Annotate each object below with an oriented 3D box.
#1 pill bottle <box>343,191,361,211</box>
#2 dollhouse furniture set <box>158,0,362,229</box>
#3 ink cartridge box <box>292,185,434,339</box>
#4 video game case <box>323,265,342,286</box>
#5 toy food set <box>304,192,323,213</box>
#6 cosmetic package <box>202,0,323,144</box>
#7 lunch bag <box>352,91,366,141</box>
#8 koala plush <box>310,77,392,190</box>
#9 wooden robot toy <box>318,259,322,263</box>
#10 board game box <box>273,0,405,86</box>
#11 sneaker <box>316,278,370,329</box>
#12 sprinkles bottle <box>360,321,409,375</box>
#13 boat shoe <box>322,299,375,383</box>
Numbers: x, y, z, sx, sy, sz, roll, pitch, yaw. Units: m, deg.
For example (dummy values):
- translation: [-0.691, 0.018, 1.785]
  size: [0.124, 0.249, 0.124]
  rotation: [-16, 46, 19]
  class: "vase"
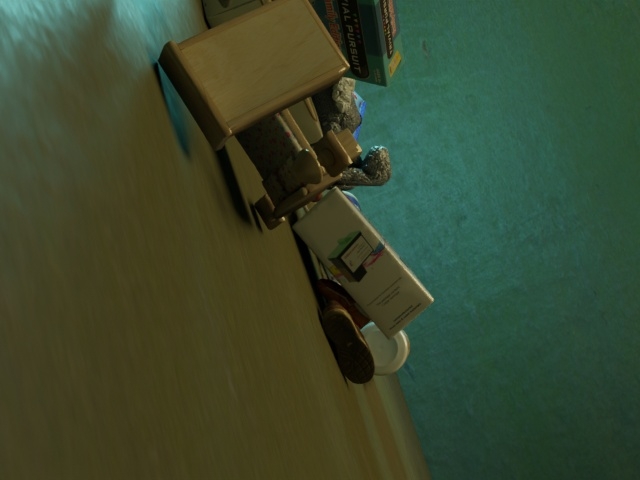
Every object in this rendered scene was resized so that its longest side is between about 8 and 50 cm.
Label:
- translation: [0.050, -0.032, 2.073]
  size: [0.169, 0.094, 0.094]
  rotation: [-96, 166, -56]
  class: "pill bottle"
- translation: [-0.129, -0.160, 1.119]
  size: [0.303, 0.173, 0.355]
  rotation: [59, -25, 2]
  class: "dollhouse furniture set"
- translation: [0.082, 0.039, 1.761]
  size: [0.278, 0.117, 0.201]
  rotation: [49, 4, 2]
  class: "ink cartridge box"
- translation: [0.025, 0.051, 2.154]
  size: [0.201, 0.023, 0.183]
  rotation: [-103, 172, -53]
  class: "video game case"
- translation: [-0.024, -0.158, 2.133]
  size: [0.128, 0.071, 0.218]
  rotation: [65, 7, -49]
  class: "toy food set"
- translation: [-0.102, -0.318, 1.625]
  size: [0.160, 0.113, 0.309]
  rotation: [-106, 173, -46]
  class: "cosmetic package"
- translation: [-0.006, -0.320, 2.272]
  size: [0.221, 0.138, 0.293]
  rotation: [41, 23, -18]
  class: "lunch bag"
- translation: [0.017, -0.218, 1.808]
  size: [0.196, 0.203, 0.221]
  rotation: [-2, -94, 61]
  class: "koala plush"
- translation: [0.000, 0.000, 1.961]
  size: [0.079, 0.076, 0.173]
  rotation: [2, 64, -47]
  class: "wooden robot toy"
- translation: [-0.026, -0.428, 1.656]
  size: [0.079, 0.336, 0.254]
  rotation: [-55, 149, -30]
  class: "board game box"
- translation: [0.040, 0.131, 1.782]
  size: [0.175, 0.067, 0.064]
  rotation: [44, 4, -42]
  class: "sneaker"
- translation: [0.150, 0.253, 2.186]
  size: [0.355, 0.121, 0.121]
  rotation: [42, 29, -82]
  class: "sprinkles bottle"
- translation: [0.052, 0.183, 1.670]
  size: [0.060, 0.064, 0.178]
  rotation: [-98, 165, -60]
  class: "boat shoe"
